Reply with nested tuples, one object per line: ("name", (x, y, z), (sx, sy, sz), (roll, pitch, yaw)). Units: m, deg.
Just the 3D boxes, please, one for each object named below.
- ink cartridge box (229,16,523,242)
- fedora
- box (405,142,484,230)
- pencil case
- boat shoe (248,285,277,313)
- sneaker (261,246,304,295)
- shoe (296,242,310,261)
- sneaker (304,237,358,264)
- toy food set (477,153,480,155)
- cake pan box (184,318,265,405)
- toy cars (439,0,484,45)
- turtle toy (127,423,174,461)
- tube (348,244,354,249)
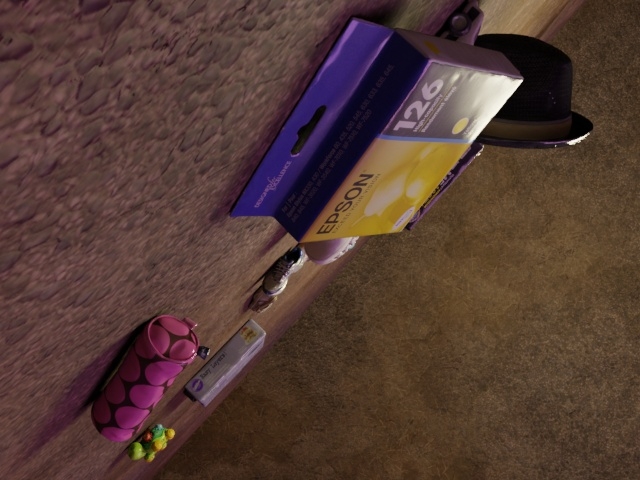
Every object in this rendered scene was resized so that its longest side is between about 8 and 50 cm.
("ink cartridge box", (0.078, -0.120, 0.825), (0.307, 0.072, 0.304), (-10, 146, -46))
("fedora", (0.325, -0.281, 1.146), (0.334, 0.333, 0.153), (-39, 139, -51))
("box", (0.204, -0.169, 1.308), (0.216, 0.060, 0.270), (-50, -159, 19))
("pencil case", (-0.254, 0.201, 0.937), (0.209, 0.095, 0.098), (-49, -171, 27))
("boat shoe", (-0.134, 0.148, 1.540), (0.056, 0.048, 0.153), (-44, 172, -26))
("sneaker", (-0.084, 0.062, 1.410), (0.135, 0.052, 0.058), (-52, 167, -33))
("shoe", (0.000, 0.000, 1.490), (0.219, 0.058, 0.076), (-49, 173, 12))
("sneaker", (0.040, -0.076, 1.182), (0.118, 0.110, 0.292), (-20, 144, -60))
("toy food set", (0.257, -0.151, 1.691), (0.306, 0.092, 0.220), (-38, -168, 4))
("cake pan box", (-0.268, 0.357, 1.819), (0.267, 0.070, 0.246), (-46, 171, -16))
("toy cars", (0.150, -0.230, 0.998), (0.393, 0.087, 0.176), (-43, 172, -33))
("turtle toy", (-0.452, 0.538, 1.700), (0.130, 0.066, 0.095), (-38, 169, -51))
("tube", (0.085, -0.027, 1.947), (0.080, 0.052, 0.207), (-51, 169, -15))
